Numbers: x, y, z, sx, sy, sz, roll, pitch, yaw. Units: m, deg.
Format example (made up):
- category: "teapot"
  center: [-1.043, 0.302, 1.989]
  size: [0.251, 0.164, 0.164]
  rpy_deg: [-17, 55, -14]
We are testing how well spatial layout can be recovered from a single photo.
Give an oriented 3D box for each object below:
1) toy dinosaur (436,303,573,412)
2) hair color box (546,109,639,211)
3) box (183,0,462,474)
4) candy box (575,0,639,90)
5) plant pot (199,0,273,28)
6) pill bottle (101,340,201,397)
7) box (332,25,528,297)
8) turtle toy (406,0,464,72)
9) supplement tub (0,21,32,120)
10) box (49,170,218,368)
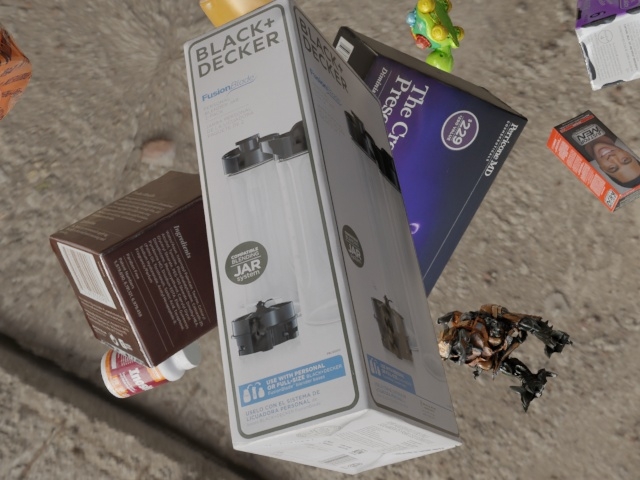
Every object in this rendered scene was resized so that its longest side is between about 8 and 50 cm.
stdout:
- category: "toy dinosaur"
  center: [0.345, 0.178, 1.629]
  size: [0.322, 0.218, 0.164]
  rpy_deg: [-33, 141, -37]
- category: "hair color box"
  center: [0.391, -0.113, 1.211]
  size: [0.072, 0.043, 0.141]
  rpy_deg: [-27, 61, -19]
- category: "box"
  center: [0.000, 0.000, 0.594]
  size: [0.087, 0.169, 0.290]
  rpy_deg: [-21, 62, 20]
- category: "candy box"
  center: [0.353, -0.232, 0.833]
  size: [0.196, 0.165, 0.070]
  rpy_deg: [-14, 116, 25]
- category: "plant pot"
  center: [-0.126, -0.445, 1.280]
  size: [0.205, 0.205, 0.188]
  rpy_deg: [-39, 114, 0]
- category: "pill bottle"
  center: [-0.280, 0.201, 1.439]
  size: [0.151, 0.086, 0.086]
  rpy_deg: [-21, 105, 16]
- category: "box"
  center: [0.056, -0.052, 0.871]
  size: [0.184, 0.103, 0.261]
  rpy_deg: [15, 112, -29]
- category: "turtle toy"
  center: [0.181, -0.328, 1.375]
  size: [0.066, 0.095, 0.130]
  rpy_deg: [-25, 87, 33]
- category: "supplement tub"
  center: [-0.333, -0.178, 0.504]
  size: [0.193, 0.193, 0.316]
  rpy_deg: [-41, 97, 0]
- category: "box"
  center: [-0.205, 0.030, 1.127]
  size: [0.203, 0.168, 0.167]
  rpy_deg: [-32, 116, -29]
